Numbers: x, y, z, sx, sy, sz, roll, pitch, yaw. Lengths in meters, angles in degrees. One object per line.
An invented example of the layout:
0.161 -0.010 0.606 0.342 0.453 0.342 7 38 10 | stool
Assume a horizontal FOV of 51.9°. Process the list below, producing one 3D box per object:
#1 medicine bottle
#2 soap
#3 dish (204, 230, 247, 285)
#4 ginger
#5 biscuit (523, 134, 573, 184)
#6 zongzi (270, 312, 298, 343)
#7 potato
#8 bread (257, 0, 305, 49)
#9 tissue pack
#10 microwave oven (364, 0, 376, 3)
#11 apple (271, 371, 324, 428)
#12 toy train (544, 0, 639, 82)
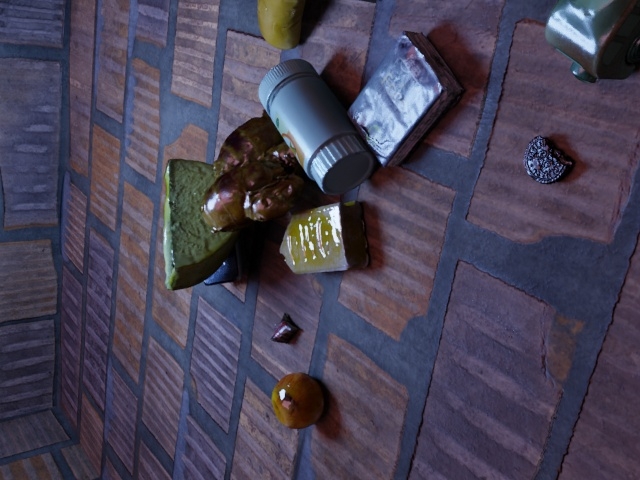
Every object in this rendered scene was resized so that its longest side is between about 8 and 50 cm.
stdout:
-0.009 -0.261 1.521 0.318 0.158 0.158 58 135 29 | medicine bottle
0.000 0.000 1.609 0.258 0.080 0.160 -11 86 51 | soap
-0.279 0.007 1.955 0.182 0.080 0.243 -13 82 46 | dish
-0.155 -0.183 1.662 0.274 0.152 0.357 -10 55 38 | ginger
0.394 -0.140 1.140 0.089 0.027 0.087 -1 95 52 | biscuit
-0.097 0.236 1.799 0.083 0.067 0.073 -42 49 25 | zongzi
-0.328 -0.015 1.832 0.280 0.213 0.330 123 143 -59 | potato
-0.097 -0.569 1.548 0.305 0.091 0.142 109 137 -70 | bread
0.169 -0.288 1.364 0.235 0.073 0.173 -51 58 42 | tissue pack
0.057 -0.632 1.416 0.208 0.123 0.162 54 133 31 | microwave oven
-0.063 0.416 1.707 0.146 0.147 0.146 10 102 50 | apple
0.450 -0.373 0.936 0.129 0.159 0.326 55 135 34 | toy train
